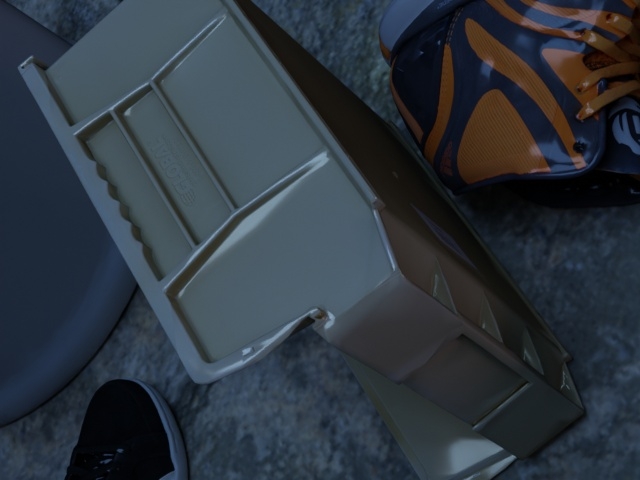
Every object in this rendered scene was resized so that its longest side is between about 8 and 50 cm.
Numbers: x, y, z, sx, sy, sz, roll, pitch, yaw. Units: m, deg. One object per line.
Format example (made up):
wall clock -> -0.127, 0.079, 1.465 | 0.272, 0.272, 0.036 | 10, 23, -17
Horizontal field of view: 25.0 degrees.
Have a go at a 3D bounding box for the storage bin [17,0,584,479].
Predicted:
storage bin -> 0.000, 0.000, 0.813 | 0.123, 0.262, 0.260 | -40, 54, 10

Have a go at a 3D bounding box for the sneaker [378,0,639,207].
sneaker -> 0.190, -0.127, 0.844 | 0.321, 0.124, 0.180 | -35, 59, 30

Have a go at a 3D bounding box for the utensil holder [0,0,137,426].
utensil holder -> -0.351, -0.066, 0.989 | 0.327, 0.385, 0.328 | -12, 66, 28

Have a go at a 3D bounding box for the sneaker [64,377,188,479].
sneaker -> -0.150, 0.180, 0.923 | 0.079, 0.121, 0.217 | -14, 64, 27
